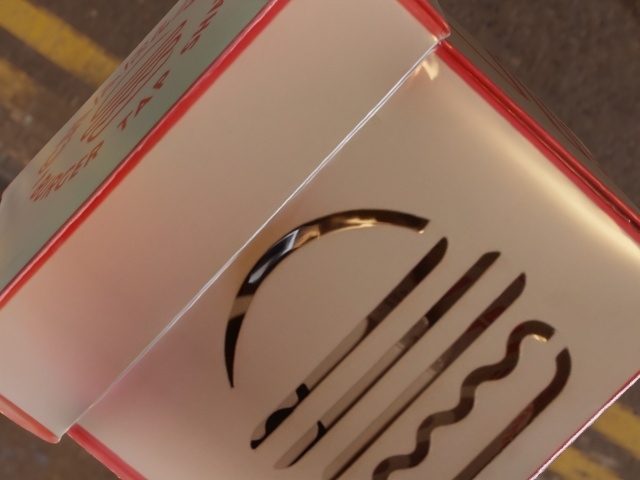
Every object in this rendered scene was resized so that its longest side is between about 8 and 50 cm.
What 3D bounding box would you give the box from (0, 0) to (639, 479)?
[{"bbox_3d":[0.000,0.000,1.047,0.300,0.314,0.312,42,-170,-15],"label":"box"}]
